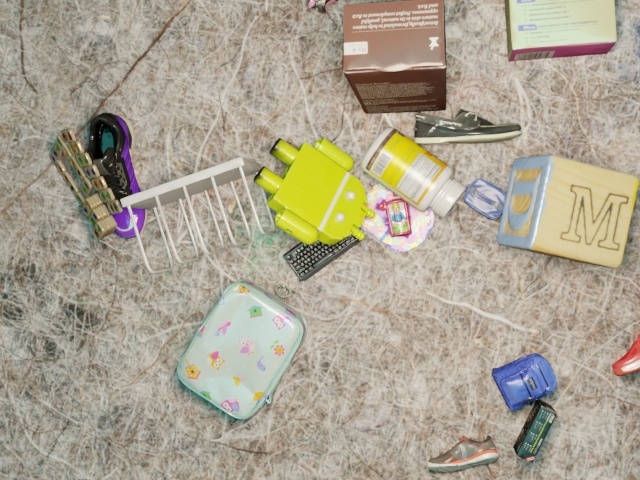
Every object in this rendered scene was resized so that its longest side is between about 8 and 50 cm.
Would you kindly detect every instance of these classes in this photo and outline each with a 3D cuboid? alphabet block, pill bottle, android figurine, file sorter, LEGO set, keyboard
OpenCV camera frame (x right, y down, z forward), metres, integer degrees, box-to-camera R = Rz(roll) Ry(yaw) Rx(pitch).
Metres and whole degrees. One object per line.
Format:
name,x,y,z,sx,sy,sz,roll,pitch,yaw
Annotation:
alphabet block,0.501,-0.060,1.743,0.197,0.192,0.193,12,92,-10
pill bottle,0.203,-0.143,1.844,0.215,0.117,0.117,36,94,7
android figurine,-0.005,-0.101,1.844,0.273,0.056,0.248,35,59,-11
file sorter,-0.254,-0.053,1.872,0.278,0.193,0.173,-19,89,7
LEGO set,-0.095,0.121,1.929,0.083,0.023,0.054,-38,84,5
keyboard,0.000,0.000,1.919,0.180,0.023,0.108,-36,84,5

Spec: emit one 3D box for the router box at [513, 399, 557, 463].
router box,0.456,0.405,1.814,0.038,0.092,0.122,26,93,7

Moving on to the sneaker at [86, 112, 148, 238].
sneaker,-0.474,-0.149,1.924,0.102,0.146,0.293,-11,87,7

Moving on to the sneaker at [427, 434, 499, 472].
sneaker,0.307,0.464,1.861,0.158,0.061,0.064,-14,60,7

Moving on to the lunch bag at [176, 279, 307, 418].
lunch bag,-0.169,0.246,1.892,0.224,0.108,0.279,32,97,1

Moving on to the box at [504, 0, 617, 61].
box,0.504,-0.519,1.812,0.214,0.117,0.242,-3,89,8

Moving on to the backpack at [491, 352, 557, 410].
backpack,0.442,0.302,1.815,0.120,0.101,0.097,-25,92,3

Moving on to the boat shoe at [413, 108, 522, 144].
boat shoe,0.319,-0.248,1.849,0.233,0.084,0.079,1,90,11

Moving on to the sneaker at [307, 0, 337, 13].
sneaker,0.021,-0.565,1.920,0.057,0.047,0.119,32,97,-8

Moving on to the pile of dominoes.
pile of dominoes,-0.543,-0.124,1.918,0.040,0.196,0.251,-31,84,-32

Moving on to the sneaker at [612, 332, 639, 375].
sneaker,0.689,0.187,1.802,0.221,0.087,0.128,-30,76,-6

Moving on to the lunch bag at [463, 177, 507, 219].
lunch bag,0.357,-0.093,1.850,0.098,0.065,0.067,33,93,7

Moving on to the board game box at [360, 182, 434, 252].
board game box,0.167,-0.054,1.892,0.169,0.033,0.133,35,93,7

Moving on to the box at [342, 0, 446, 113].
box,0.159,-0.361,1.722,0.191,0.381,0.143,-1,88,8
